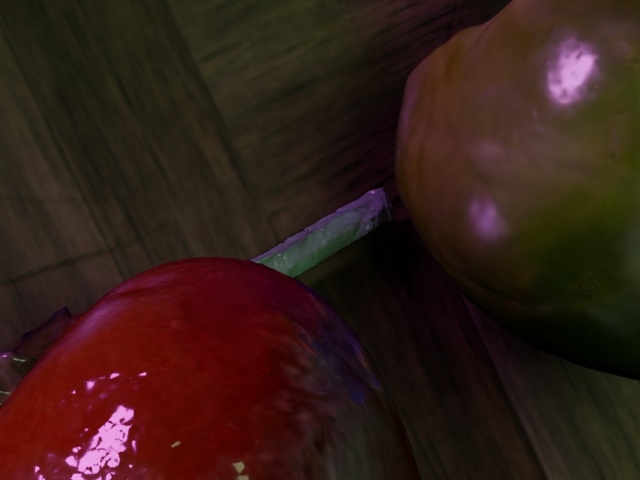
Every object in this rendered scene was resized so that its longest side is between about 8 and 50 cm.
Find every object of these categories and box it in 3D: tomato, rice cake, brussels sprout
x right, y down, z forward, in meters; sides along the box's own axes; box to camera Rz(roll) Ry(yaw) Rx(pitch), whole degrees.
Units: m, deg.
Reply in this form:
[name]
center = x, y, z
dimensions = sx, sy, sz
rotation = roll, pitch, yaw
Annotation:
[tomato]
center = -0.031, 0.137, 0.996
dimensions = 0.289, 0.176, 0.335
rotation = 50, 23, -8
[rice cake]
center = 0.000, 0.000, 1.217
dimensions = 0.121, 0.021, 0.022
rotation = -30, 107, -37
[brussels sprout]
center = 0.213, -0.066, 1.200
dimensions = 0.344, 0.344, 0.268
rotation = -38, 144, -35
